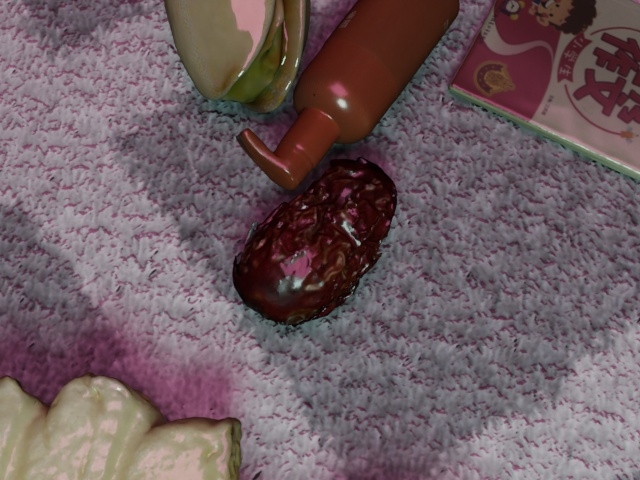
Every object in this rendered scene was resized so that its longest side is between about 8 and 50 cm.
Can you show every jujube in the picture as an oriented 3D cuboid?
[{"bbox_3d":[0.003,0.003,0.973,0.104,0.104,0.166,42,74,13],"label":"jujube"}]

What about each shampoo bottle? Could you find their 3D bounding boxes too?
[{"bbox_3d":[0.029,-0.142,1.013,0.085,0.085,0.244,33,65,10],"label":"shampoo bottle"}]

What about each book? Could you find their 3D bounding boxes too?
[{"bbox_3d":[0.253,-0.153,1.066,0.232,0.022,0.162,27,73,9],"label":"book"}]

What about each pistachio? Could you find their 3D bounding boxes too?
[{"bbox_3d":[-0.076,-0.220,1.034,0.144,0.144,0.215,-3,77,-1],"label":"pistachio"}]

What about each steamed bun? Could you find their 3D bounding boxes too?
[{"bbox_3d":[-0.171,0.243,0.874,0.292,0.137,0.295,42,68,17],"label":"steamed bun"}]
